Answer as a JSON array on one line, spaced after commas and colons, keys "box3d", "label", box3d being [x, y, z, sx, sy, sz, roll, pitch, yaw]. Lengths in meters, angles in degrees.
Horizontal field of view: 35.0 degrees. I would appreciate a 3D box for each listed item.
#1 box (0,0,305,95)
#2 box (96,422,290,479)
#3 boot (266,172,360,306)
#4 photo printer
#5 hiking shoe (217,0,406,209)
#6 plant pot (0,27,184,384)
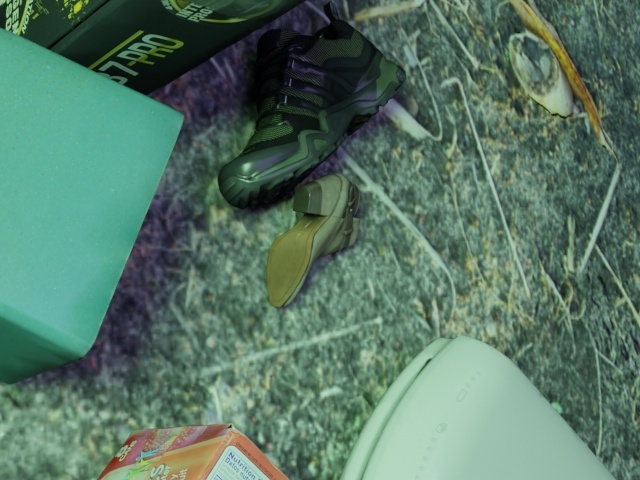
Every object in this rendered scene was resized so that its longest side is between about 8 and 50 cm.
[{"box3d": [-0.119, -0.298, 0.657, 0.097, 0.318, 0.395, 9, 76, -38], "label": "box"}, {"box3d": [-0.041, 0.280, 0.712, 0.300, 0.142, 0.154, 48, 55, -21], "label": "box"}, {"box3d": [0.000, 0.000, 0.870, 0.087, 0.042, 0.118, 4, 105, -58], "label": "boot"}, {"box3d": [0.145, 0.255, 0.891, 0.307, 0.107, 0.256, 48, 55, -21], "label": "photo printer"}, {"box3d": [-0.028, -0.115, 0.858, 0.114, 0.086, 0.227, 47, 50, -3], "label": "hiking shoe"}, {"box3d": [-0.241, -0.042, 0.613, 0.234, 0.166, 0.165, 29, 64, -22], "label": "plant pot"}]
